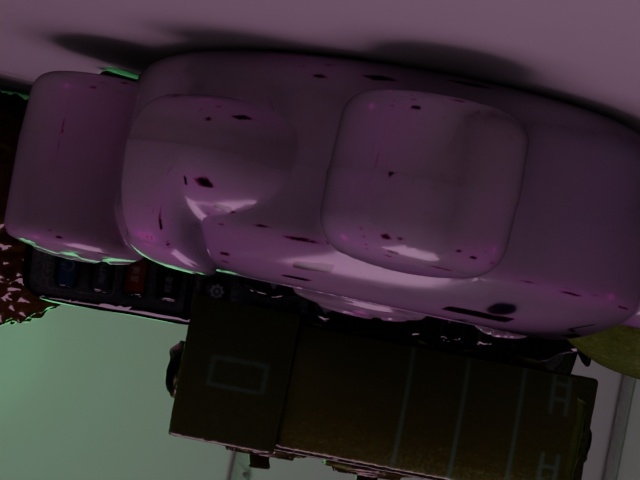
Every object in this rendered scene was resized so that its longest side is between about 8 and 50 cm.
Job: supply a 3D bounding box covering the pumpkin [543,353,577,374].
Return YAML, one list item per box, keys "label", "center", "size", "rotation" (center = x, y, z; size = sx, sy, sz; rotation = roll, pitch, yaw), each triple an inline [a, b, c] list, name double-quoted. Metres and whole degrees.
- label: "pumpkin"
  center: [0.094, 0.050, 1.101]
  size: [0.250, 0.216, 0.250]
  rotation: [18, 147, 12]

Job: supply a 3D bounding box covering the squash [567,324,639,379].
- label: "squash"
  center: [0.276, 0.037, 0.754]
  size: [0.118, 0.118, 0.371]
  rotation: [13, 175, -38]

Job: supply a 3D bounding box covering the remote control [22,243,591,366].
- label: "remote control"
  center: [0.000, 0.000, 0.934]
  size: [0.399, 0.144, 0.062]
  rotation: [9, 179, -3]

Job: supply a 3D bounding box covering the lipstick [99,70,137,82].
- label: "lipstick"
  center: [-0.064, -0.074, 0.835]
  size: [0.176, 0.027, 0.027]
  rotation: [12, 178, -41]

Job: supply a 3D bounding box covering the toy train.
- label: "toy train"
  center: [0.033, 0.081, 0.664]
  size: [0.226, 0.090, 0.137]
  rotation: [10, 172, -1]

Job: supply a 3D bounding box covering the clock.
- label: "clock"
  center: [0.026, -0.017, 0.695]
  size: [0.296, 0.113, 0.322]
  rotation: [14, 176, -41]

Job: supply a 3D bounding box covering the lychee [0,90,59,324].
- label: "lychee"
  center: [-0.257, -0.025, 1.016]
  size: [0.200, 0.200, 0.238]
  rotation: [10, 178, 33]
